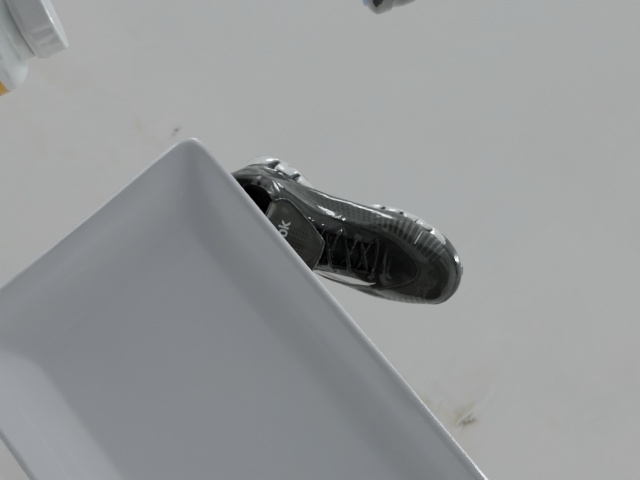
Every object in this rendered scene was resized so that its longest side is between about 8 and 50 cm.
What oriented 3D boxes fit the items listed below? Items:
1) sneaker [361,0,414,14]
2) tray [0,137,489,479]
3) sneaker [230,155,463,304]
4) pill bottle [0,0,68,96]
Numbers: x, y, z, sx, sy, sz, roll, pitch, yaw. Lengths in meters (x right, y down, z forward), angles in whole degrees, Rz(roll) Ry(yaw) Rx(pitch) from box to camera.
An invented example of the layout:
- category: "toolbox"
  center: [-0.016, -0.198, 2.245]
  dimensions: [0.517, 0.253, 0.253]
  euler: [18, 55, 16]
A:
- category: "sneaker"
  center: [0.108, -0.257, 0.703]
  dimensions: [0.341, 0.139, 0.125]
  euler: [118, -32, -53]
- category: "tray"
  center: [-0.024, 0.099, 0.499]
  dimensions: [0.145, 0.030, 0.270]
  euler: [-40, -103, -2]
- category: "sneaker"
  center: [0.000, 0.000, 0.987]
  dimensions: [0.234, 0.106, 0.078]
  euler: [26, -67, 26]
- category: "pill bottle"
  center: [-0.350, -0.178, 1.138]
  dimensions: [0.208, 0.117, 0.118]
  euler: [-26, -88, -2]
